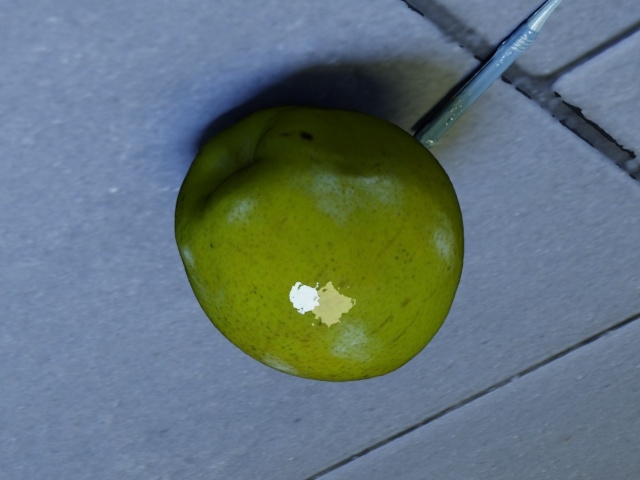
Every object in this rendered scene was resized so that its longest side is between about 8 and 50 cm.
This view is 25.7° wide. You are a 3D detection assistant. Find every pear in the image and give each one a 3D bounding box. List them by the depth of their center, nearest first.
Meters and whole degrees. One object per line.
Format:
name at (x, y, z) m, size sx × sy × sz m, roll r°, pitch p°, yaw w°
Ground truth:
pear at (0.000, -0.001, 0.937) m, size 0.198 × 0.198 × 0.198 m, roll -13°, pitch 152°, yaw -7°

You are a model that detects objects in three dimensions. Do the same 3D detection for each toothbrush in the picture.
toothbrush at (0.131, -0.127, 0.942) m, size 0.016 × 0.019 × 0.219 m, roll 0°, pitch 148°, yaw -39°
